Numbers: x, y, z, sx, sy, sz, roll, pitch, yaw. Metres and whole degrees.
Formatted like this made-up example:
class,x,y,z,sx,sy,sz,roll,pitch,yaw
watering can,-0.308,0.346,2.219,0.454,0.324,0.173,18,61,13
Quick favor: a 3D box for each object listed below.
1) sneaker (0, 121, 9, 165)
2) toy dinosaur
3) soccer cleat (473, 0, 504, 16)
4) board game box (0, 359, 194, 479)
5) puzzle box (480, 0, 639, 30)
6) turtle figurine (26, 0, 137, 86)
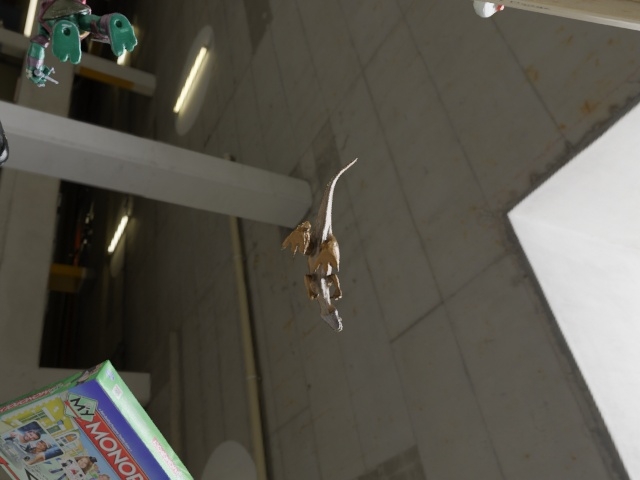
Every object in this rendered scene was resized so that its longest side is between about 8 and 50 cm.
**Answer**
class,x,y,z,sx,sy,sz,roll,pitch,yaw
sneaker,-0.542,-0.241,0.812,0.124,0.107,0.283,-14,-74,43
toy dinosaur,0.000,0.000,0.650,0.112,0.064,0.211,4,90,-79
soccer cleat,0.245,-0.400,0.769,0.076,0.068,0.196,23,-90,28
board game box,-0.316,0.342,0.814,0.214,0.317,0.046,-23,-161,12
puzzle box,0.153,-0.278,0.319,0.052,0.409,0.272,-52,154,-70
turtle figurine,-0.380,-0.311,0.855,0.175,0.118,0.234,-39,-144,-21
